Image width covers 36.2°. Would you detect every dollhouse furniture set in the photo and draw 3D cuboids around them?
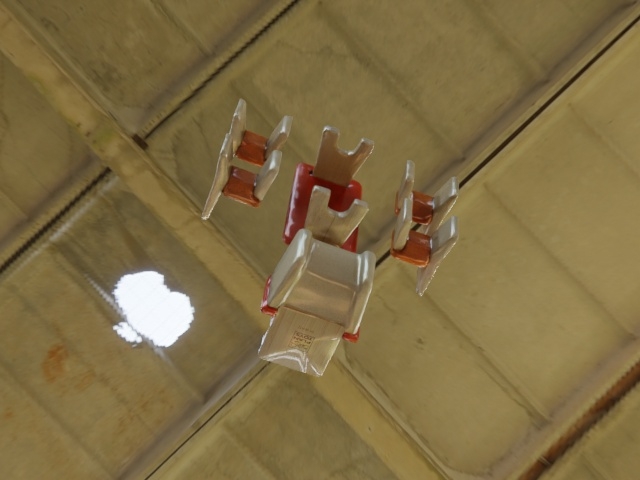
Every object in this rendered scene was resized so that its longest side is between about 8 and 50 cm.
[{"bbox_3d":[0.000,0.000,1.043,0.262,0.259,0.135,19,-52,-7],"label":"dollhouse furniture set"}]
